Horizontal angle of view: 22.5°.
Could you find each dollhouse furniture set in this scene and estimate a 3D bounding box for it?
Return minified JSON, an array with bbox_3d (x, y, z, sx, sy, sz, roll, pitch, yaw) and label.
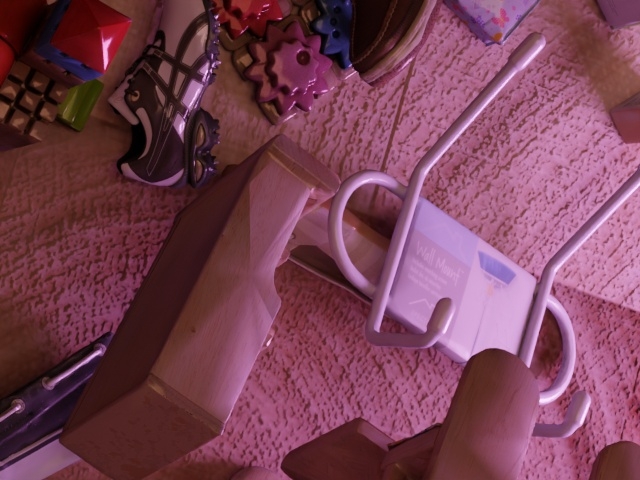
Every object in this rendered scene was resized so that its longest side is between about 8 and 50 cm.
[{"bbox_3d":[0.028,0.149,1.317,0.394,0.362,0.256,37,52,-16],"label":"dollhouse furniture set"}]

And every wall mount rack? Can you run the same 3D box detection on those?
[{"bbox_3d":[0.179,0.001,1.466,0.350,0.130,0.304,34,65,-35],"label":"wall mount rack"}]

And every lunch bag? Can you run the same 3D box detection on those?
[{"bbox_3d":[0.170,-0.238,1.539,0.071,0.053,0.083,43,84,-15],"label":"lunch bag"}]

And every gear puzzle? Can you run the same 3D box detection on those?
[{"bbox_3d":[-0.057,-0.287,1.446,0.175,0.044,0.339,-36,103,-19],"label":"gear puzzle"}]

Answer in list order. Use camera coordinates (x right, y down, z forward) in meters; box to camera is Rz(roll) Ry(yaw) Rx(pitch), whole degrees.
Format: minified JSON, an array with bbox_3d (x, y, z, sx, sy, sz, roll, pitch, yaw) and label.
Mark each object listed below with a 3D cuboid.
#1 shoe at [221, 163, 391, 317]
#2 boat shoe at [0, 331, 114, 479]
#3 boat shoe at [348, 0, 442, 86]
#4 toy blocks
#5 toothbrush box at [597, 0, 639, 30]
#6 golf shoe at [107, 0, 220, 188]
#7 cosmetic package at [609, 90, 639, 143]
[{"bbox_3d":[0.000,0.000,1.450,0.219,0.076,0.058,30,72,-22],"label":"shoe"},{"bbox_3d":[-0.283,0.163,1.310,0.306,0.113,0.105,-24,92,-24],"label":"boat shoe"},{"bbox_3d":[0.053,-0.243,1.431,0.095,0.095,0.257,36,42,-20],"label":"boat shoe"},{"bbox_3d":[-0.316,-0.186,1.218,0.381,0.261,0.191,30,78,-20],"label":"toy blocks"},{"bbox_3d":[0.377,-0.367,1.592,0.283,0.122,0.206,-33,102,-22],"label":"toothbrush box"},{"bbox_3d":[-0.136,-0.143,1.389,0.093,0.077,0.198,-1,95,-16],"label":"golf shoe"},{"bbox_3d":[0.344,-0.127,1.577,0.060,0.115,0.041,-32,102,-19],"label":"cosmetic package"}]
